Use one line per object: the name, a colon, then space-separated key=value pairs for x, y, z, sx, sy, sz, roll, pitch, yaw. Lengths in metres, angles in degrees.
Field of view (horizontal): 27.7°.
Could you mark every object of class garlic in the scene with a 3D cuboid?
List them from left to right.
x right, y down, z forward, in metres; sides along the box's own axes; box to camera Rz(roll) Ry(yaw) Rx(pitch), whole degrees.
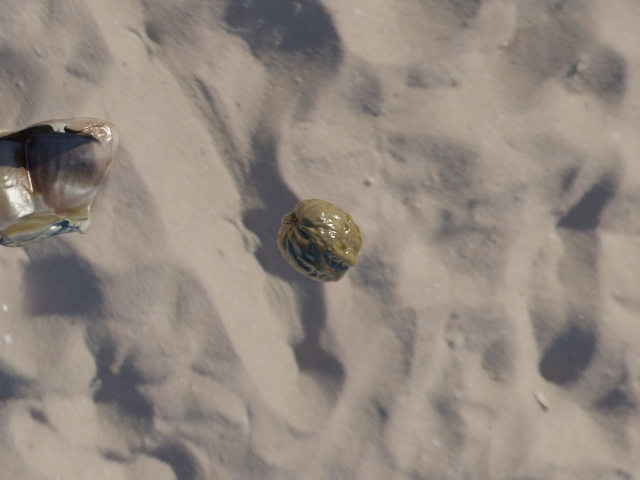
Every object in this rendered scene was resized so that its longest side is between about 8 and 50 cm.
garlic: x=-0.254 y=-0.060 z=1.109 sx=0.174 sy=0.124 sz=0.099 roll=-10 pitch=111 yaw=-16

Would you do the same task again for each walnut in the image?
walnut: x=0.000 y=0.000 z=1.332 sx=0.096 sy=0.082 sz=0.079 roll=33 pitch=89 yaw=-46
